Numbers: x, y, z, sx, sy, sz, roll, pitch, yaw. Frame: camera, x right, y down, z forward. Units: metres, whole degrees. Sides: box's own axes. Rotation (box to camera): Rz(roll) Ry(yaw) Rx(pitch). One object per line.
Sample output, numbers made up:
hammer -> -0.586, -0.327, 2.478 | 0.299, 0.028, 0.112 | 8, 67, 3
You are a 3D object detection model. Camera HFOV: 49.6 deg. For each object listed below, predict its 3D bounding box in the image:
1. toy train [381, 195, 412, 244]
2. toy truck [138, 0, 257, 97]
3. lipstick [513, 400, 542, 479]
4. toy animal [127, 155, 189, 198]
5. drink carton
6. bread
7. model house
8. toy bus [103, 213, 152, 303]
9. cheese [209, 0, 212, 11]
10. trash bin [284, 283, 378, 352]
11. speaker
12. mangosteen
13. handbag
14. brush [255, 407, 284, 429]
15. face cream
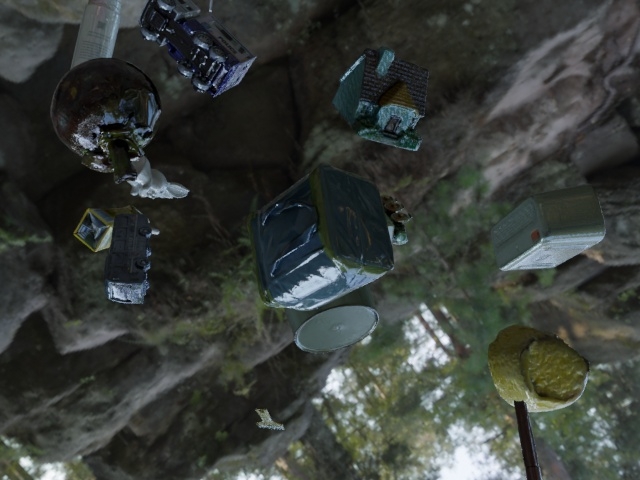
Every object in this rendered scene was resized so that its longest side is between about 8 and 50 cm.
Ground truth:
toy train -> 0.133, -0.050, 1.608 | 0.125, 0.080, 0.194 | -1, -153, -15
toy truck -> -0.305, -0.496, 1.710 | 0.124, 0.268, 0.155 | -45, 179, 38
lipstick -> 0.348, 0.354, 1.154 | 0.027, 0.027, 0.176 | -28, -126, 40
toy animal -> -0.530, -0.169, 2.257 | 0.104, 0.221, 0.130 | -24, -129, 25
drink carton -> -0.404, -0.029, 1.402 | 0.084, 0.074, 0.200 | -57, 169, 13
bread -> 0.473, 0.278, 1.518 | 0.197, 0.197, 0.170 | -39, 177, -16
model house -> 0.227, -0.457, 2.160 | 0.248, 0.281, 0.230 | -61, -141, 29
toy bus -> -0.285, 0.024, 1.031 | 0.166, 0.065, 0.047 | -103, -161, -50
cheese -> -0.301, -0.744, 1.955 | 0.097, 0.037, 0.192 | -105, -157, -56
trash bin -> -0.010, 0.083, 2.022 | 0.280, 0.280, 0.432 | -33, -129, 18
speaker -> 0.670, -0.026, 2.093 | 0.184, 0.183, 0.406 | -6, 165, -7
mangosteen -> -0.436, -0.246, 1.466 | 0.231, 0.289, 0.231 | -28, 154, -15
handbag -> 0.000, 0.000, 1.458 | 0.222, 0.263, 0.241 | 8, 151, -42
brush -> -0.156, 0.519, 2.011 | 0.218, 0.083, 0.010 | 81, 13, -61
face cream -> -0.620, -0.549, 1.911 | 0.102, 0.102, 0.345 | 170, -68, -69
